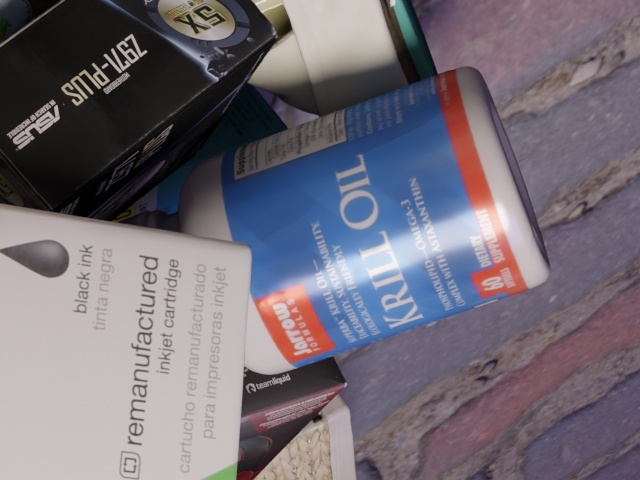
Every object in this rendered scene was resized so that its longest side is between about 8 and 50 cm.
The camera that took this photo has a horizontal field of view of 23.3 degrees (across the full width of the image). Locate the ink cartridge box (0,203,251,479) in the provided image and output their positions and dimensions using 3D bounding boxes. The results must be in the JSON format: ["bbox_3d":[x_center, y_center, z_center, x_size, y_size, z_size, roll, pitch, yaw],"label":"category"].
[{"bbox_3d":[-0.189,0.091,0.659,0.289,0.211,0.121,9,163,-21],"label":"ink cartridge box"}]

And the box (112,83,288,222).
[{"bbox_3d":[-0.140,-0.016,0.937,0.244,0.060,0.100,-21,144,-26],"label":"box"}]

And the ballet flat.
[{"bbox_3d":[-0.024,-0.164,0.824,0.139,0.139,0.400,-34,145,-7],"label":"ballet flat"}]

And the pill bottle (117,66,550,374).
[{"bbox_3d":[0.000,0.000,0.830,0.221,0.124,0.124,-20,150,10],"label":"pill bottle"}]

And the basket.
[{"bbox_3d":[-0.042,0.153,1.206,0.103,0.113,0.167,-27,147,-14],"label":"basket"}]

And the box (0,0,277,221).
[{"bbox_3d":[-0.118,-0.060,0.789,0.147,0.077,0.180,-41,179,-24],"label":"box"}]

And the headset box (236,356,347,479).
[{"bbox_3d":[-0.137,0.126,1.007,0.218,0.110,0.293,-13,156,-37],"label":"headset box"}]

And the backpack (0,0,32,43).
[{"bbox_3d":[-0.203,-0.108,0.732,0.114,0.084,0.105,-48,147,16],"label":"backpack"}]
